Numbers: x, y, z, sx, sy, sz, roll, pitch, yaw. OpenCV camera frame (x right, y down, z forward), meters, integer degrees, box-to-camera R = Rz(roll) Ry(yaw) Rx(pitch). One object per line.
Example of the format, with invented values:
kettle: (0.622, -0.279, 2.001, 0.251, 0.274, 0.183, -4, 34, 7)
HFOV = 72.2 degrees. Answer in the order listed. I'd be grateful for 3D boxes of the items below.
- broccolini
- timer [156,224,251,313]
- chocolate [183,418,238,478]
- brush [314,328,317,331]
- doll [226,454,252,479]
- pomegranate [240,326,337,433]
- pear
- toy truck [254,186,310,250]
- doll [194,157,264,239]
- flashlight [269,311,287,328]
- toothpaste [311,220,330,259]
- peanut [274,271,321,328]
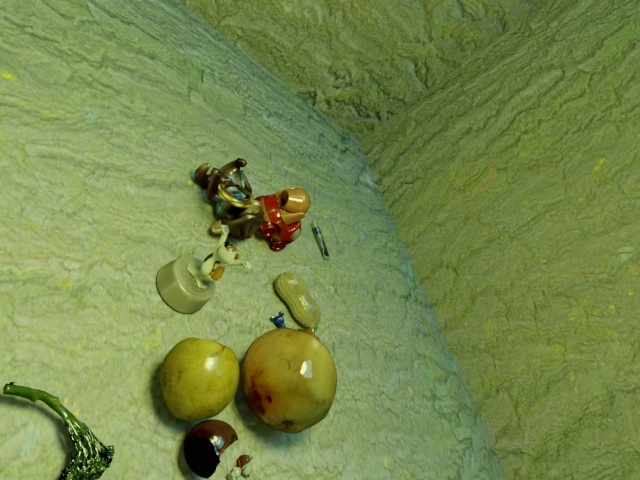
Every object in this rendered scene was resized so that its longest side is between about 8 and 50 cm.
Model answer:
broccolini: (-0.524, 0.386, 0.855, 0.271, 0.062, 0.123, 53, 10, -19)
timer: (-0.333, 0.083, 1.301, 0.175, 0.266, 0.175, 41, 30, -29)
chocolate: (-0.269, 0.511, 1.093, 0.133, 0.124, 0.127, 71, 5, -77)
brush: (-0.029, 0.383, 1.771, 0.051, 0.014, 0.164, 35, 34, -34)
doll: (-0.215, 0.604, 1.166, 0.085, 0.040, 0.058, 18, 55, -53)
pomegranate: (-0.089, 0.405, 1.330, 0.319, 0.319, 0.319, 41, 30, -29)
pear: (-0.306, 0.355, 1.119, 0.209, 0.209, 0.209, 41, 30, -29)
toy truck: (-0.141, -0.104, 1.839, 0.265, 0.239, 0.189, 63, 8, -58)
doll: (-0.325, -0.169, 1.675, 0.318, 0.209, 0.339, 31, 32, -54)
flashlight: (-0.139, 0.326, 1.624, 0.121, 0.057, 0.035, 62, -12, 0)
toothpaste: (0.000, 0.000, 2.244, 0.062, 0.037, 0.216, 9, 57, -58)
peanut: (-0.083, 0.234, 1.739, 0.256, 0.123, 0.123, 56, 26, -5)
